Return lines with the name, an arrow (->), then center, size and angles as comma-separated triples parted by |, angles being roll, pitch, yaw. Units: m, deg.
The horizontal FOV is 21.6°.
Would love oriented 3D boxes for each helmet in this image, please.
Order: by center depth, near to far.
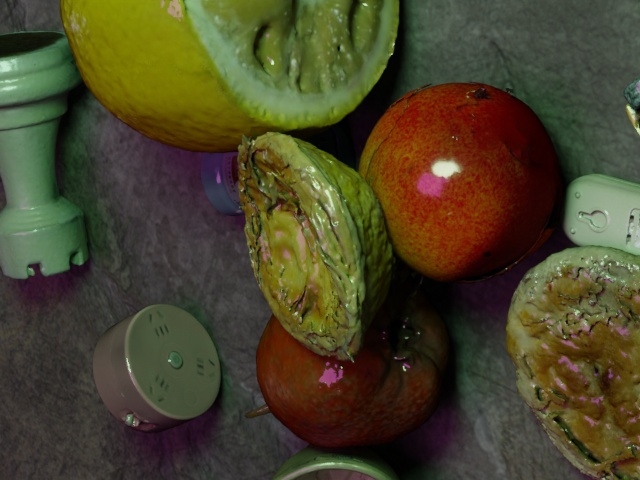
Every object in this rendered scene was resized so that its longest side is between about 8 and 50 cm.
helmet -> 0.017, 0.322, 1.939 | 0.204, 0.137, 0.257 | 8, 119, -1

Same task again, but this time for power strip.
power strip -> -0.202, 0.161, 2.071 | 0.078, 0.154, 0.154 | -27, 82, 41

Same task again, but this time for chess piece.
chess piece -> -0.380, -0.108, 2.155 | 0.195, 0.195, 0.299 | 7, 113, 39

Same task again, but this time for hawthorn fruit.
hawthorn fruit -> 0.014, 0.139, 1.855 | 0.262, 0.210, 0.210 | -30, 80, 44

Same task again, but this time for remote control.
remote control -> 0.332, -0.010, 1.660 | 0.221, 0.042, 0.078 | 18, 112, 36

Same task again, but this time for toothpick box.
toothpick box -> -0.050, -0.082, 1.925 | 0.153, 0.101, 0.101 | -6, 96, 41

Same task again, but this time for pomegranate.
pomegranate -> 0.133, -0.051, 1.707 | 0.235, 0.210, 0.210 | -43, 72, 25

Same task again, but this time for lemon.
lemon -> -0.123, -0.256, 1.793 | 0.364, 0.364, 0.364 | 10, 106, 38

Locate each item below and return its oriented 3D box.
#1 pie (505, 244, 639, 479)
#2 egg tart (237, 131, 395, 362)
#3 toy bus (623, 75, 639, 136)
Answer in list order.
pie -> 0.303, 0.132, 1.695 | 0.274, 0.055, 0.274 | 17, 120, 31
egg tart -> 0.000, 0.000, 1.673 | 0.252, 0.098, 0.232 | 65, 153, 6
toy bus -> 0.429, -0.176, 1.489 | 0.335, 0.123, 0.121 | -41, 74, 38
